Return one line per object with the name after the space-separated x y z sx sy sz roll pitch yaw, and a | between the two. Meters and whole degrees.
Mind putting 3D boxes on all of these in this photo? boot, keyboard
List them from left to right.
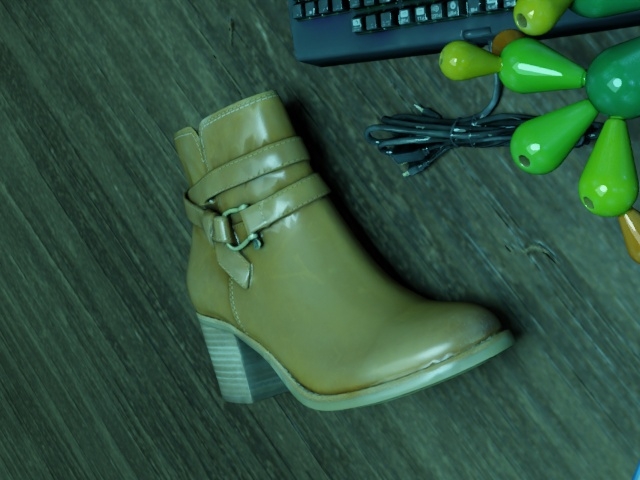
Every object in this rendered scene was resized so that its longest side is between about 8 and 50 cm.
0.000 0.000 0.775 0.283 0.109 0.220 -8 94 53 | boot
0.098 -0.139 0.667 0.317 0.033 0.201 1 105 45 | keyboard

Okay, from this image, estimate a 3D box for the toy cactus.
0.172 -0.092 0.543 0.180 0.112 0.219 -41 96 22 | toy cactus

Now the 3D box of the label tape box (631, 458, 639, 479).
0.194 0.148 0.448 0.115 0.348 0.249 22 96 10 | label tape box
